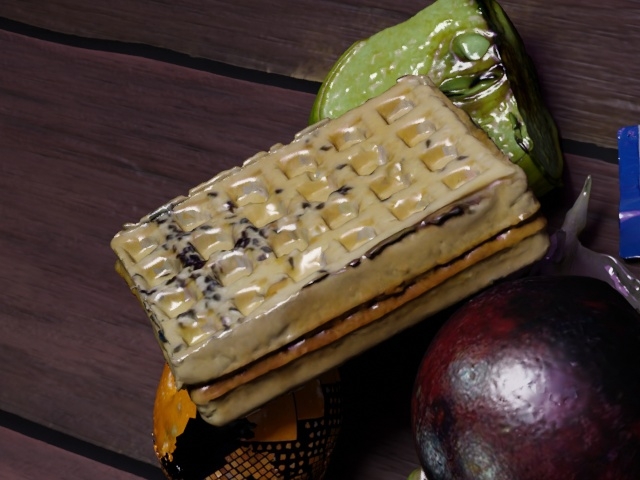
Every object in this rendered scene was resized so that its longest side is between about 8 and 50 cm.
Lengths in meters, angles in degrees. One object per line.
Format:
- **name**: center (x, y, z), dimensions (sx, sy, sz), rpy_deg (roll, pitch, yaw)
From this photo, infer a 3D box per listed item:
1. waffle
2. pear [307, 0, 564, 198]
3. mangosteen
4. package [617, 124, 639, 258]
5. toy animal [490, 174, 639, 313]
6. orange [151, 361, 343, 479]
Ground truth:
- **waffle**: center (0.000, 0.000, 1.862), dimensions (0.376, 0.114, 0.261), rpy_deg (-28, 38, -5)
- **pear**: center (0.119, -0.108, 2.095), dimensions (0.255, 0.164, 0.238), rpy_deg (-25, 62, 14)
- **mangosteen**: center (0.206, 0.179, 1.783), dimensions (0.300, 0.300, 0.300), rpy_deg (-12, 55, 17)
- **package**: center (0.393, -0.061, 2.019), dimensions (0.173, 0.027, 0.171), rpy_deg (-8, 57, 18)
- **toy animal**: center (0.250, 0.006, 1.983), dimensions (0.219, 0.095, 0.155), rpy_deg (16, 94, 26)
- **orange**: center (-0.070, 0.171, 1.957), dimensions (0.234, 0.182, 0.234), rpy_deg (-55, 16, 25)
